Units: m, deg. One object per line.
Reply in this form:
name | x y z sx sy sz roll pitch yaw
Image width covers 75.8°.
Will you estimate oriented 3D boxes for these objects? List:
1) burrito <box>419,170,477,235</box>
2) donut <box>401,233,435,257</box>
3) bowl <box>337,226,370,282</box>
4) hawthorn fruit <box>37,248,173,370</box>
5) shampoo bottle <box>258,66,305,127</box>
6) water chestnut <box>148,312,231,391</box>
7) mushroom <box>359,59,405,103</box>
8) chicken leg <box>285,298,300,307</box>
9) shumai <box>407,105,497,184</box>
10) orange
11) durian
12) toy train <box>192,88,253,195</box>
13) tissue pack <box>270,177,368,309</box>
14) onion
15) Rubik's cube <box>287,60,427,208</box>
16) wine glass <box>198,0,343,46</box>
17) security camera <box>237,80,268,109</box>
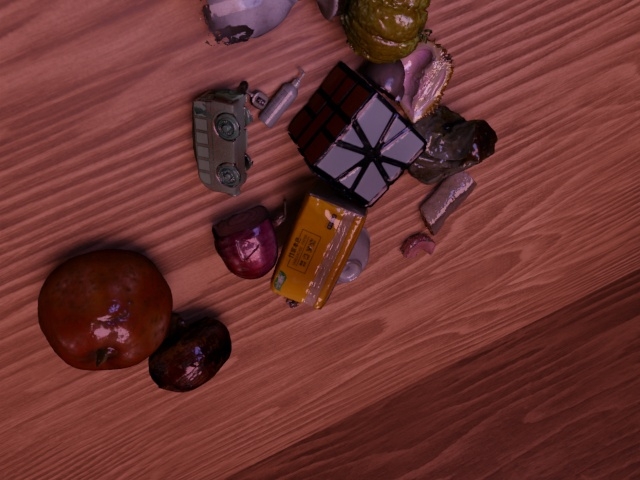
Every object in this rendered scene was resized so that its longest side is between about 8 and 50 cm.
burrito | 0.528 -0.159 1.740 0.143 0.105 0.299 21 114 -40
donut | 0.449 0.019 1.874 0.165 0.065 0.117 -7 131 -21
bowl | 0.095 0.087 1.713 0.312 0.146 0.314 -14 132 -16
hawthorn fruit | -0.686 0.240 1.319 0.402 0.403 0.403 -13 131 -15
shampoo bottle | -0.110 -0.433 1.252 0.195 0.056 0.056 -45 131 16
water chestnut | -0.532 0.430 1.644 0.350 0.350 0.302 -33 91 4
mushroom | 0.200 -0.502 1.250 0.141 0.188 0.117 19 116 -20
chicken leg | -0.114 0.211 1.767 0.124 0.081 0.196 -19 133 8
shumai | 0.479 -0.307 1.452 0.309 0.263 0.304 -28 127 -26
orange | 0.165 -0.623 1.058 0.222 0.300 0.302 3 104 -10
durian | 0.329 -0.525 1.332 0.137 0.183 0.250 -30 145 -44
toy train | -0.288 -0.283 1.220 0.159 0.129 0.327 13 128 8
tissue pack | 0.000 0.000 1.452 0.228 0.293 0.382 25 113 1
onion | -0.245 0.023 1.442 0.272 0.256 0.231 -7 117 10
Rubik's cube | 0.107 -0.323 1.287 0.293 0.284 0.288 -44 133 18
wine glass | -0.136 -0.605 1.014 0.356 0.191 0.191 -20 133 -11
security camera | -0.196 -0.428 1.224 0.092 0.058 0.058 14 120 -42
